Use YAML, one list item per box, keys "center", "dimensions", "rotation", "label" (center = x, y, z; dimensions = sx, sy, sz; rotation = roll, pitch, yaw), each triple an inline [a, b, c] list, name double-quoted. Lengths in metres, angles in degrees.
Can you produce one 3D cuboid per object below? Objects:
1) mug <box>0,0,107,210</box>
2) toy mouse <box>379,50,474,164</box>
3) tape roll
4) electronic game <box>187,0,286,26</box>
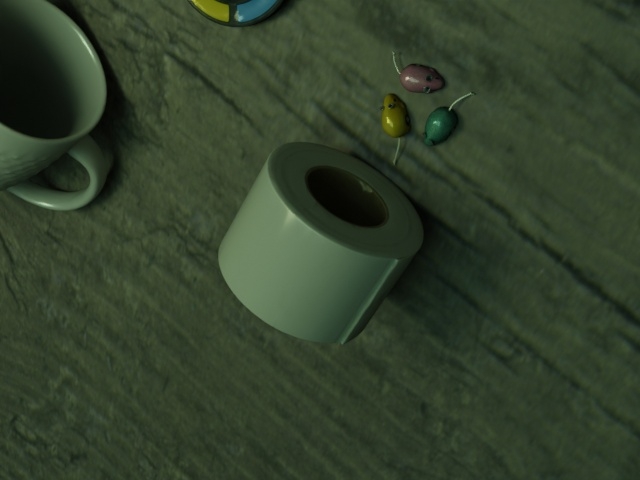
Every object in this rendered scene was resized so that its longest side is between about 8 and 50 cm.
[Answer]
- center: [-0.522, -0.185, 1.729]
  dimensions: [0.374, 0.276, 0.328]
  rotation: [41, 134, -23]
  label: "mug"
- center: [0.143, -0.187, 1.442]
  dimensions: [0.143, 0.031, 0.161]
  rotation: [-5, 103, 32]
  label: "toy mouse"
- center: [0.000, 0.000, 1.463]
  dimensions: [0.246, 0.246, 0.169]
  rotation: [40, 122, 14]
  label: "tape roll"
- center: [-0.128, -0.426, 1.516]
  dimensions: [0.229, 0.048, 0.229]
  rotation: [10, 111, 29]
  label: "electronic game"
